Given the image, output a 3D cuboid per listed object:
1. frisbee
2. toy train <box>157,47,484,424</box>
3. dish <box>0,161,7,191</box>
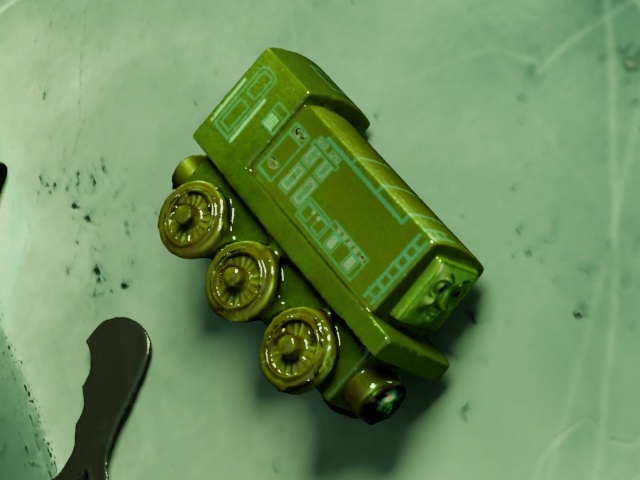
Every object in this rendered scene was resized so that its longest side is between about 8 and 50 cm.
[{"bbox_3d":[-0.146,0.176,1.114,0.211,0.012,0.187,-49,55,14],"label":"frisbee"},{"bbox_3d":[0.000,0.000,1.009,0.137,0.090,0.225,-49,54,11],"label":"toy train"},{"bbox_3d":[-0.357,-0.078,1.280,0.221,0.108,0.262,-45,55,19],"label":"dish"}]
